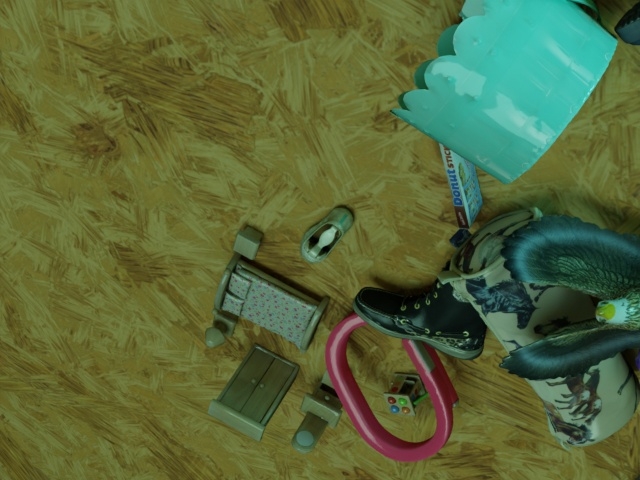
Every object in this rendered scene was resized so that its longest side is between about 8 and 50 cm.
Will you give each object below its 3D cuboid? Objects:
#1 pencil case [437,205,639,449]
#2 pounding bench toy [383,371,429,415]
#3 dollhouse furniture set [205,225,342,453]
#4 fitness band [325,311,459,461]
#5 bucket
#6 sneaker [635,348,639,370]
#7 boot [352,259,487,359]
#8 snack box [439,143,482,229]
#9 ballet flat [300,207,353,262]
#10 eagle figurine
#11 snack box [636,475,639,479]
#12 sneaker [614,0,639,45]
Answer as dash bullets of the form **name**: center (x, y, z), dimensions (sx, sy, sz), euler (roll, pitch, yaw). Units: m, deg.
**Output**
- **pencil case**: center (0.353, 0.146, 1.973), dimensions (0.183, 0.160, 0.410), euler (-30, 113, 11)
- **pounding bench toy**: center (0.168, 0.286, 2.306), dimensions (0.083, 0.065, 0.052), euler (2, 130, 31)
- **dollhouse furniture set**: center (-0.078, 0.200, 2.302), dimensions (0.303, 0.174, 0.355), euler (27, 139, 7)
- **fitness band**: center (0.126, 0.257, 2.249), dimensions (0.209, 0.054, 0.291), euler (-25, 93, 36)
- **bucket**: center (0.239, -0.221, 1.629), dimensions (0.183, 0.281, 0.281), euler (36, 139, -4)
- **sneaker**: center (0.538, 0.173, 1.935), dimensions (0.104, 0.095, 0.236), euler (10, 134, 23)
- **boot**: center (0.181, 0.091, 2.102), dimensions (0.236, 0.085, 0.178), euler (21, 135, 8)
- **snack box**: center (0.213, -0.105, 1.904), dimensions (0.022, 0.064, 0.178), euler (4, 131, 28)
- **ballet flat**: center (0.000, 0.000, 2.152), dimensions (0.057, 0.052, 0.168), euler (35, 139, -2)
- **eagle figurine**: center (0.414, 0.095, 1.787), dimensions (0.298, 0.226, 0.225), euler (6, 151, 38)
- **snack box**: center (0.642, 0.477, 2.179), dimensions (0.207, 0.070, 0.174), euler (26, 138, 7)
- **sneaker**: center (0.508, -0.283, 1.509), dimensions (0.319, 0.112, 0.131), euler (-21, 112, 45)
